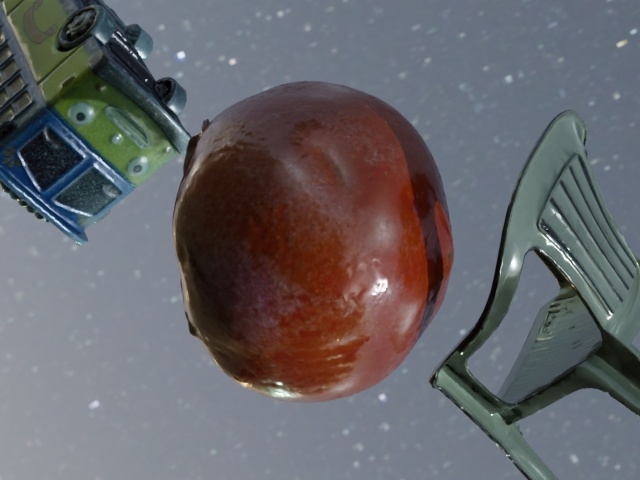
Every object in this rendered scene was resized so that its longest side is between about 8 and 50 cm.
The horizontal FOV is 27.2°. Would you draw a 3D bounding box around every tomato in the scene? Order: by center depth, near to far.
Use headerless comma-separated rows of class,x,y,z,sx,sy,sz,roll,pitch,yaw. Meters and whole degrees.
tomato,-0.001,0.003,0.943,0.189,0.232,0.232,-5,-66,13

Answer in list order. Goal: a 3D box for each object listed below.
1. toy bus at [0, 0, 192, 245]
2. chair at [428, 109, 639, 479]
toy bus,-0.266,-0.159,1.380,0.152,0.190,0.312,46,6,-39
chair,0.204,0.062,0.978,0.275,0.203,0.190,40,-42,-7
